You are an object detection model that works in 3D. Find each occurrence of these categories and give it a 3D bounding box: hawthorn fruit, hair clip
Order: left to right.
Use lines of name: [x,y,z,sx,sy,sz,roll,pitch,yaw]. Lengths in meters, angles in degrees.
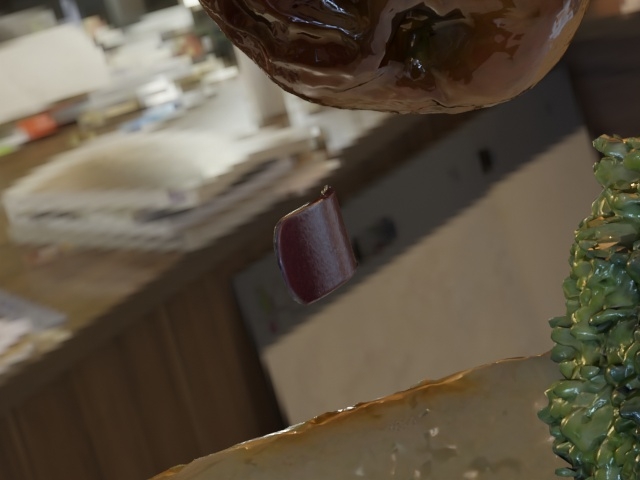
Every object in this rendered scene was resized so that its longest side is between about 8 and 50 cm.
hair clip: [0.001,0.000,1.174,0.022,0.054,0.137,-14,8,17]
hawthorn fruit: [0.069,-0.338,1.878,0.471,0.472,0.472,-13,19,5]

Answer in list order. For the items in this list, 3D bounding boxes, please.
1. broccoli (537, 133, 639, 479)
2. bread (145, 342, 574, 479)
broccoli: [0.173,0.038,0.693,0.226,0.198,0.176,-57,9,1]
bread: [0.033,0.263,1.073,0.390,0.279,0.371,-20,-20,-17]
